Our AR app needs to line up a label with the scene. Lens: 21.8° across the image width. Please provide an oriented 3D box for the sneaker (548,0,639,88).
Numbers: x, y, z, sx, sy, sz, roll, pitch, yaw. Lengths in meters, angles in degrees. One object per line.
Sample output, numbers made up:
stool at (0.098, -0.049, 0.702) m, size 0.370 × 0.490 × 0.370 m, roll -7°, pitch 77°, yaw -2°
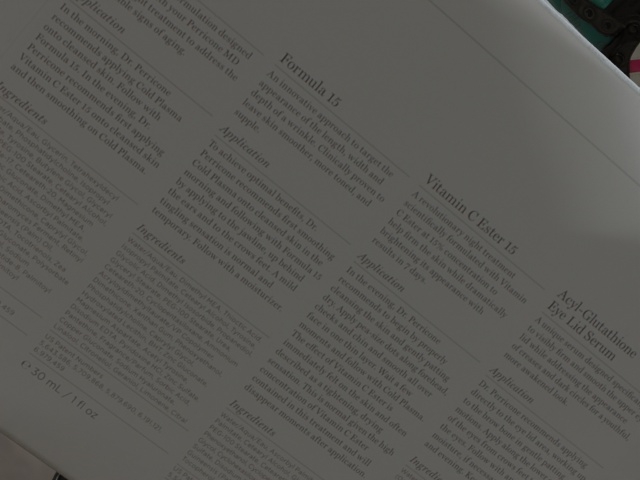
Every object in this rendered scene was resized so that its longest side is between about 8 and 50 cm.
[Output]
sneaker at (0.252, -0.146, 1.350) m, size 0.178 × 0.295 × 0.124 m, roll 29°, pitch 15°, yaw 18°

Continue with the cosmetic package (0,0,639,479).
cosmetic package at (0.000, 0.000, 0.734) m, size 0.377 × 0.284 × 0.097 m, roll 39°, pitch 10°, yaw -17°

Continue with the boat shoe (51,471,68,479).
boat shoe at (-0.143, 0.112, 1.349) m, size 0.102 × 0.301 × 0.108 m, roll 36°, pitch 7°, yaw -32°
